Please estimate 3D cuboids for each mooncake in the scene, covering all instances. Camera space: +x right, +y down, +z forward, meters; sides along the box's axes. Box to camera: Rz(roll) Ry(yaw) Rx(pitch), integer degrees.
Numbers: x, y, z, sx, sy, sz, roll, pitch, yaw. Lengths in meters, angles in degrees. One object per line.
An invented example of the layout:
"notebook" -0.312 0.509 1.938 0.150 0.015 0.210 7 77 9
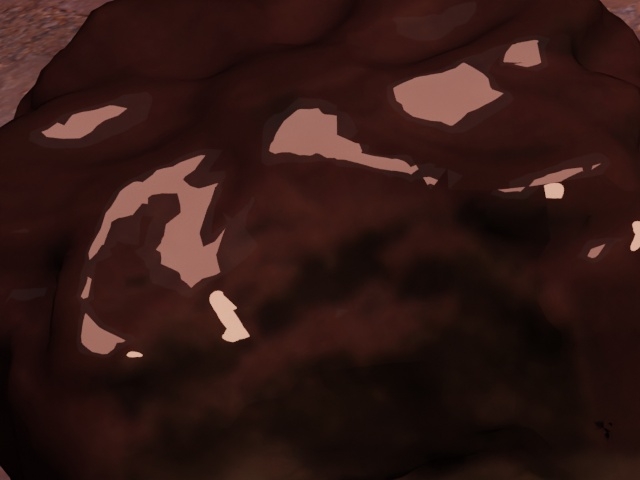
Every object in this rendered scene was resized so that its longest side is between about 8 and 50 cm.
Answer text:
"mooncake" 0.000 0.000 0.881 0.381 0.212 0.350 -22 37 -6
